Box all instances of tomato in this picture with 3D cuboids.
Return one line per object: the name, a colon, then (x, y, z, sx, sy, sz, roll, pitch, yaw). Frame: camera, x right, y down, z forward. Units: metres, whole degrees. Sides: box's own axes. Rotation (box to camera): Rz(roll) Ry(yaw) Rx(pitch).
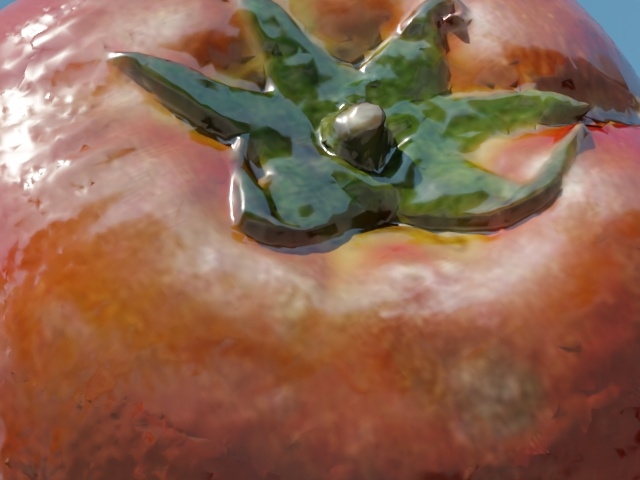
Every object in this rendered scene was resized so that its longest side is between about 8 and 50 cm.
tomato: (0.000, 0.000, 0.388, 0.225, 0.225, 0.085, -19, -27, -22)
